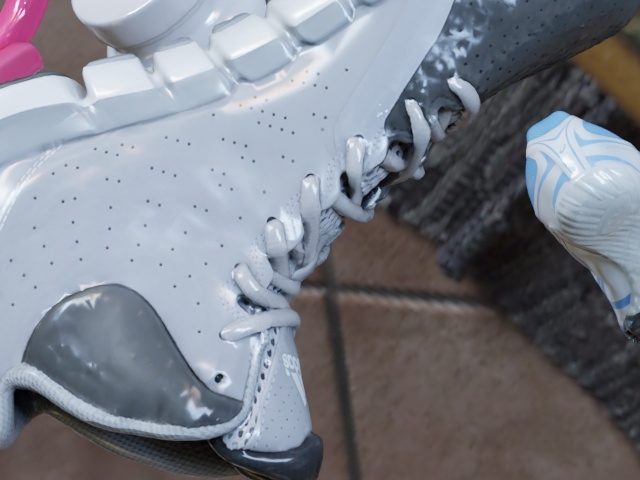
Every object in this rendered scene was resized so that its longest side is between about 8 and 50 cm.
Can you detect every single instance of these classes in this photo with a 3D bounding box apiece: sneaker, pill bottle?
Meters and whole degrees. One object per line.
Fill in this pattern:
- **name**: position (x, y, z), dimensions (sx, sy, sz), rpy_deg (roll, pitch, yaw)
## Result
- **sneaker**: position (0.205, -0.005, 1.159), dimensions (0.085, 0.086, 0.237), rpy_deg (-29, 139, 12)
- **sneaker**: position (0.000, 0.000, 0.489), dimensions (0.229, 0.132, 0.086), rpy_deg (-21, 159, 2)
- **pill bottle**: position (-0.090, -0.158, 1.570), dimensions (0.162, 0.162, 0.278), rpy_deg (-12, 139, 30)

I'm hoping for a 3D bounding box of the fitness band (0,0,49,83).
- **fitness band**: position (-0.301, -0.186, 1.280), dimensions (0.054, 0.291, 0.209), rpy_deg (8, 125, 38)
